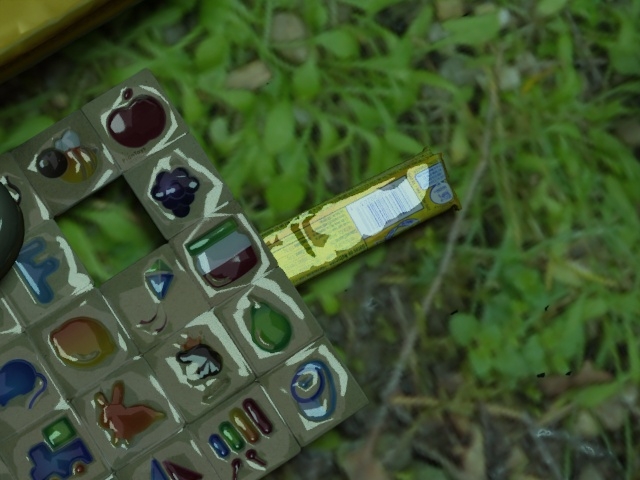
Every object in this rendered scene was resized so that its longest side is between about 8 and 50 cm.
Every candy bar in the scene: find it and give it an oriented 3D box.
[{"bbox_3d":[0.000,0.000,0.661,0.161,0.018,0.040,-27,85,-14],"label":"candy bar"}]

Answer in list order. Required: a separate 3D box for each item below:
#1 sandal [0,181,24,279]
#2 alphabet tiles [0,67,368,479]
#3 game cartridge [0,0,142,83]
[{"bbox_3d":[-0.243,-0.031,0.594,0.219,0.060,0.090,20,76,2],"label":"sandal"},{"bbox_3d":[-0.128,0.059,0.620,0.237,0.009,0.198,-33,84,-10],"label":"alphabet tiles"},{"bbox_3d":[-0.172,-0.250,0.622,0.285,0.052,0.324,-38,91,-29],"label":"game cartridge"}]
